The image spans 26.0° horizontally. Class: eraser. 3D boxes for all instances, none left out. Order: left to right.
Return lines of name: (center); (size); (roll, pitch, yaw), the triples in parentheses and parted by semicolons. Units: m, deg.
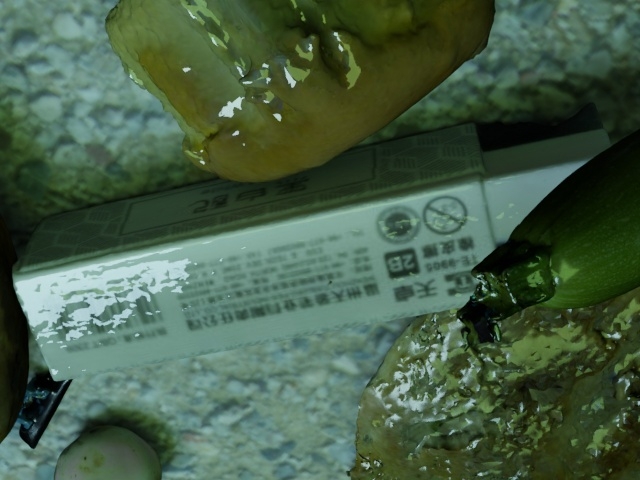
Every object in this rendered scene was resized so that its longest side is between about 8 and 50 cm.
eraser: (0.000, 0.000, 0.954); (0.404, 0.096, 0.098); (-12, 118, 7)

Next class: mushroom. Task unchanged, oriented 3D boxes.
mushroom: (-0.165, 0.186, 1.079); (0.083, 0.067, 0.084); (0, 76, -2)

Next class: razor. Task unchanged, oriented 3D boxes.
razor: (-0.315, 0.083, 1.040); (0.253, 0.042, 0.082); (27, 118, -13)

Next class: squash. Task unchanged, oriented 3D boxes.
squash: (0.205, -0.031, 0.840); (0.331, 0.087, 0.087); (-32, 123, -29)

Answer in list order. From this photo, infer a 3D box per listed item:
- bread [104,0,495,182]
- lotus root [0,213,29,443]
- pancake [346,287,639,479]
bread: (-0.017, -0.134, 0.845); (0.251, 0.133, 0.174); (-32, 97, 18)
lotus root: (-0.286, 0.057, 0.951); (0.169, 0.141, 0.314); (-5, 101, 15)
pancake: (0.189, 0.161, 1.061); (0.356, 0.065, 0.356); (0, 120, -1)
